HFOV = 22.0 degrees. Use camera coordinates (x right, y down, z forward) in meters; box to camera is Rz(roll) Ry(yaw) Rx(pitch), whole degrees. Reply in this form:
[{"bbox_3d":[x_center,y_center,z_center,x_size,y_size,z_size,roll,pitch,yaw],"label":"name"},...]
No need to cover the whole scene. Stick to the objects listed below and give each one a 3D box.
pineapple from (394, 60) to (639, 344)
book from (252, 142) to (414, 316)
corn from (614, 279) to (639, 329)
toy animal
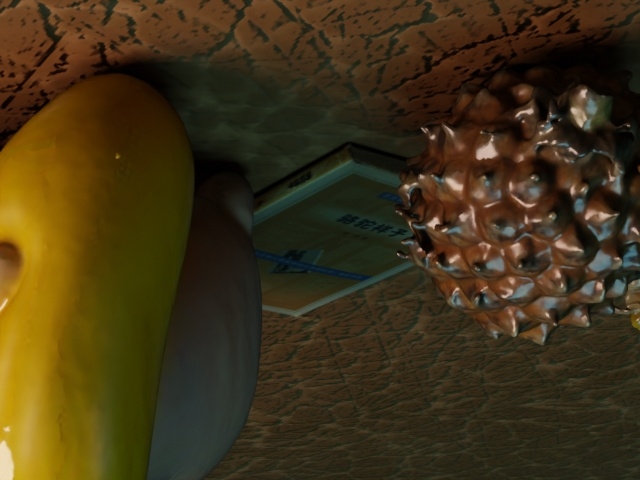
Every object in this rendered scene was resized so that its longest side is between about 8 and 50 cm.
[{"bbox_3d":[0.126,-0.032,0.943,0.166,0.166,0.193,-2,149,-13],"label":"pineapple"},{"bbox_3d":[0.000,0.001,1.163,0.170,0.018,0.241,13,151,-41],"label":"book"},{"bbox_3d":[0.373,0.034,1.261,0.310,0.101,0.101,-2,158,-12],"label":"corn"},{"bbox_3d":[-0.182,0.035,0.960,0.246,0.278,0.345,5,-165,16],"label":"toy animal"}]
